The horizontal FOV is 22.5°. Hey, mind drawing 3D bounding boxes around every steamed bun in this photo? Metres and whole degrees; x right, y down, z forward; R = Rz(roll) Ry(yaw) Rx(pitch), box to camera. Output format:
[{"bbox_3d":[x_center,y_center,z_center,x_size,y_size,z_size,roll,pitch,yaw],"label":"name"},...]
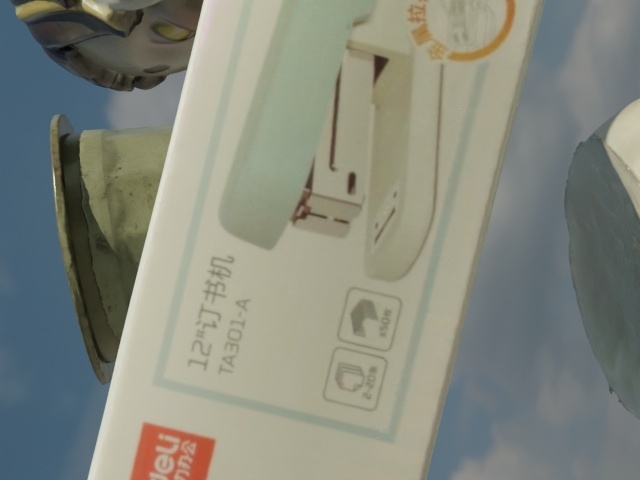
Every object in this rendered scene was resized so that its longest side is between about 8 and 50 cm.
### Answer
[{"bbox_3d":[0.360,0.015,1.448,0.324,0.206,0.324,168,90,-80],"label":"steamed bun"}]

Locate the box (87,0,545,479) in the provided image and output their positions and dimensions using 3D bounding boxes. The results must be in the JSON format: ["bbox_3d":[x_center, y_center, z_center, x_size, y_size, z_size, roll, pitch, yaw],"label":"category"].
[{"bbox_3d":[0.000,0.000,0.649,0.079,0.135,0.269,-95,19,-87],"label":"box"}]

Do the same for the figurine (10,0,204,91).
[{"bbox_3d":[-0.043,-0.198,0.899,0.281,0.370,0.167,-17,-93,-54],"label":"figurine"}]

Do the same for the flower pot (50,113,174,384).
[{"bbox_3d":[-0.092,-0.004,1.244,0.212,0.202,0.212,173,90,-86],"label":"flower pot"}]
